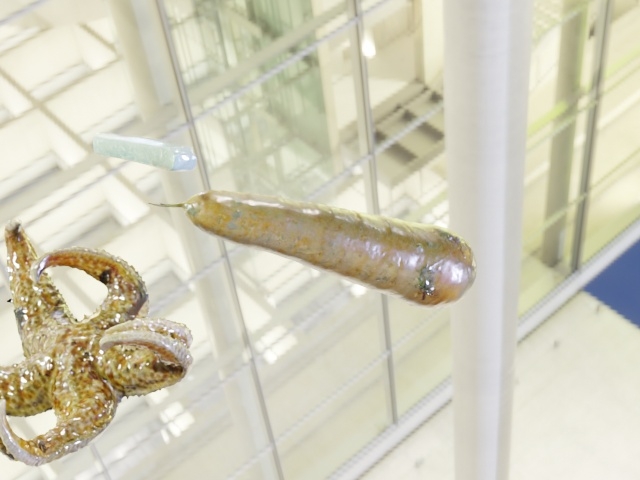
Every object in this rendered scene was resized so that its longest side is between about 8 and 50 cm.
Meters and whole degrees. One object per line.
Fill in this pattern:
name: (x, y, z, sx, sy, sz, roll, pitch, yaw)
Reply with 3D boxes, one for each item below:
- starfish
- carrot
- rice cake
starfish: (-0.168, 0.057, 0.644, 0.146, 0.074, 0.190, -29, -140, -19)
carrot: (0.000, 0.000, 0.906, 0.298, 0.078, 0.078, 13, -138, -26)
rice cake: (-0.203, -0.104, 1.244, 0.042, 0.030, 0.180, -5, -167, -42)
